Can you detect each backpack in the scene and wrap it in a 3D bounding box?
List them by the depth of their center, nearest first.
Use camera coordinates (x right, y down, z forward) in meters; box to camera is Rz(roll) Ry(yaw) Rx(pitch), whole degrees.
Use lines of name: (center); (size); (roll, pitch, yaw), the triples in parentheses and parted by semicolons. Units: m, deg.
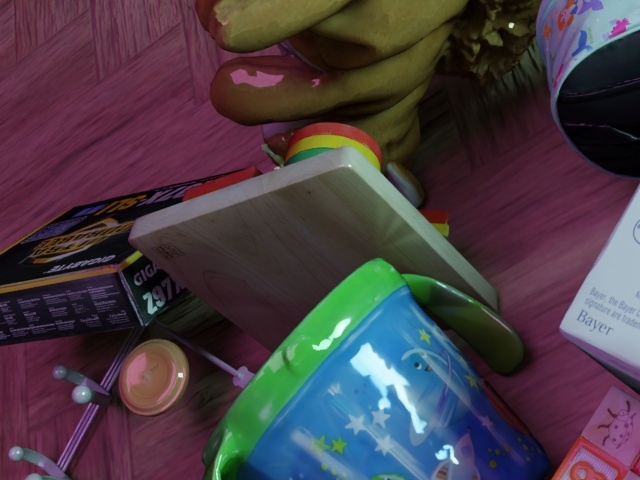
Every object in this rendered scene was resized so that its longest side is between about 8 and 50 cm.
backpack: (0.310, -0.169, 0.982); (0.253, 0.225, 0.191); (-27, 50, 23)

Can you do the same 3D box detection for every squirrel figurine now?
squirrel figurine: (0.080, -0.203, 1.149); (0.397, 0.370, 0.281); (-17, 50, -3)

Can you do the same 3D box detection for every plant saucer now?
plant saucer: (-0.177, 0.144, 1.241); (0.083, 0.013, 0.083); (-9, 67, 22)

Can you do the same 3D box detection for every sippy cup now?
sippy cup: (0.058, 0.172, 0.981); (0.224, 0.240, 0.305); (41, 86, 11)

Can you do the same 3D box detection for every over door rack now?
over door rack: (-0.208, 0.199, 1.293); (0.324, 0.108, 0.239); (24, 83, 45)

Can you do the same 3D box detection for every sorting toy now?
sorting toy: (0.000, 0.000, 1.129); (0.255, 0.257, 0.089); (-17, 48, 33)

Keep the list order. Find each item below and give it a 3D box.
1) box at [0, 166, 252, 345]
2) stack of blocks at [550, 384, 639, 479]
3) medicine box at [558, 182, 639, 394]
box: (-0.249, 0.022, 1.349); (0.322, 0.079, 0.257); (-10, 19, 37)
stack of blocks: (0.198, 0.271, 0.783); (0.171, 0.087, 0.297); (34, 92, 37)
medicine box: (0.345, 0.013, 0.822); (0.149, 0.263, 0.289); (28, 86, 45)
